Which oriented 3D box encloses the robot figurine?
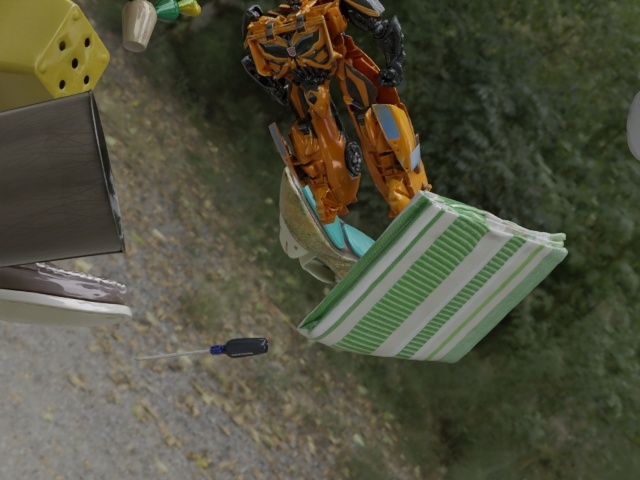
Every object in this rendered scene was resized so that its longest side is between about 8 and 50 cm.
[{"bbox_3d":[0.016,-0.160,1.053,0.085,0.211,0.291,-55,130,-45],"label":"robot figurine"}]

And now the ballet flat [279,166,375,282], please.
[{"bbox_3d":[0.000,0.000,1.497,0.348,0.123,0.123,41,14,-52],"label":"ballet flat"}]

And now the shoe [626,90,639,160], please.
[{"bbox_3d":[0.343,-0.148,0.833,0.063,0.178,0.081,24,6,33],"label":"shoe"}]

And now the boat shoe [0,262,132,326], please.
[{"bbox_3d":[-0.375,0.038,1.030,0.324,0.116,0.096,7,68,-14],"label":"boat shoe"}]

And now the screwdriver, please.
[{"bbox_3d":[-0.146,0.134,1.089,0.025,0.170,0.024,66,19,-73],"label":"screwdriver"}]

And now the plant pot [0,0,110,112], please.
[{"bbox_3d":[-0.486,-0.313,1.515,0.187,0.212,0.212,14,-23,21],"label":"plant pot"}]

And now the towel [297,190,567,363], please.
[{"bbox_3d":[0.149,0.057,1.113,0.325,0.248,0.038,13,35,-48],"label":"towel"}]

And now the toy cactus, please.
[{"bbox_3d":[-0.249,-0.364,1.324,0.219,0.112,0.180,40,53,-63],"label":"toy cactus"}]

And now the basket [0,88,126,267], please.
[{"bbox_3d":[-0.311,-0.043,0.849,0.204,0.227,0.154,116,-38,-75],"label":"basket"}]
